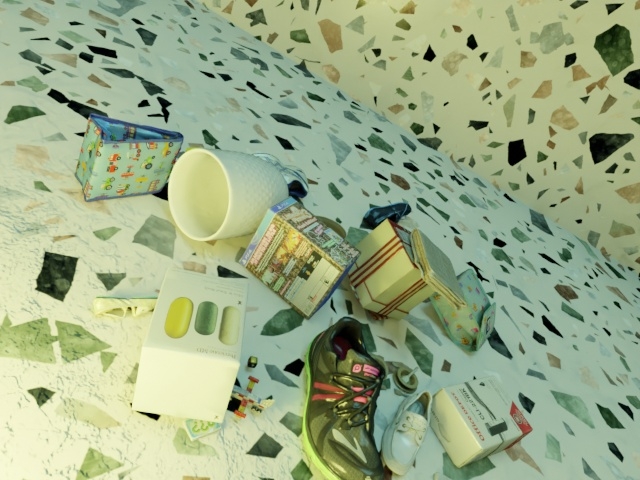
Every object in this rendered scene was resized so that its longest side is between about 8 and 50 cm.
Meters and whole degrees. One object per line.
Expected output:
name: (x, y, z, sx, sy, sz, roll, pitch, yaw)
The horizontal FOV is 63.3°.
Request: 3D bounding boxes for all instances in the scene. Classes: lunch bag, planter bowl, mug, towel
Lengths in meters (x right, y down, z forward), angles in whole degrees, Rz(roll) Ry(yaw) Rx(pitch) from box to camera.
lunch bag: (-0.556, -0.238, 1.572, 0.293, 0.221, 0.138, -2, 46, -43)
planter bowl: (0.000, 0.000, 1.836, 0.162, 0.109, 0.162, 16, 29, -9)
mug: (-0.306, -0.159, 1.685, 0.374, 0.276, 0.328, 16, 14, 34)
towel: (0.371, 0.090, 1.657, 0.187, 0.049, 0.282, 42, 23, -20)
lunch bag: (0.549, 0.265, 1.931, 0.223, 0.160, 0.262, -22, 82, -57)

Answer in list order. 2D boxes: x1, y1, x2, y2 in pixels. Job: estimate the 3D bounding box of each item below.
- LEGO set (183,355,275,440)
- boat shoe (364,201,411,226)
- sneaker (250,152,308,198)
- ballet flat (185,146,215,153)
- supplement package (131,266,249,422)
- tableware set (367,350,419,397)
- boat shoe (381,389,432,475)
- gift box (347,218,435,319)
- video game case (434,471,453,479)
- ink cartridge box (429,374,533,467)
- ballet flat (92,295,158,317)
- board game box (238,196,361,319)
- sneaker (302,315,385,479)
LEGO set: (-0.228, 0.345, 1.233, 0.244, 0.060, 0.182, -8, 50, -42)
boat shoe: (0.304, -0.098, 2.277, 0.258, 0.109, 0.089, -15, 61, -30)
sneaker: (-0.170, -0.249, 2.031, 0.296, 0.112, 0.131, 11, 39, -30)
ballet flat: (-0.395, -0.299, 1.932, 0.231, 0.077, 0.077, 36, 33, 4)
supplement package: (-0.283, 0.230, 1.169, 0.199, 0.198, 0.263, 13, 32, -11)
tableware set: (0.218, 0.398, 1.571, 0.194, 0.039, 0.128, 24, 33, -14)
boat shoe: (0.243, 0.501, 1.400, 0.098, 0.096, 0.277, 35, 32, 3)
gift box: (0.219, 0.099, 1.761, 0.276, 0.258, 0.255, 26, 31, -40)
video game case: (0.357, 0.689, 1.321, 0.157, 0.019, 0.143, 31, 32, -4)
ink cartridge box: (0.464, 0.529, 1.540, 0.272, 0.114, 0.197, 1, 44, -39)
ballet flat: (-0.473, 0.166, 1.279, 0.168, 0.057, 0.053, 5, 69, -32)
board game box: (-0.065, 0.053, 1.605, 0.291, 0.232, 0.141, 39, 32, 9)
sneaker: (0.064, 0.386, 1.298, 0.185, 0.202, 0.483, 16, 36, -24)
